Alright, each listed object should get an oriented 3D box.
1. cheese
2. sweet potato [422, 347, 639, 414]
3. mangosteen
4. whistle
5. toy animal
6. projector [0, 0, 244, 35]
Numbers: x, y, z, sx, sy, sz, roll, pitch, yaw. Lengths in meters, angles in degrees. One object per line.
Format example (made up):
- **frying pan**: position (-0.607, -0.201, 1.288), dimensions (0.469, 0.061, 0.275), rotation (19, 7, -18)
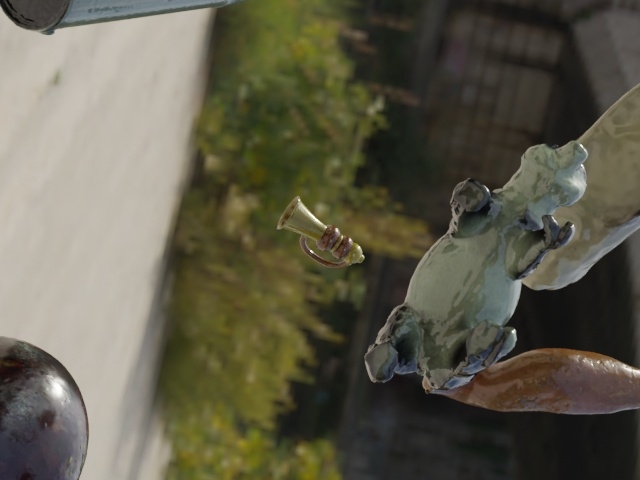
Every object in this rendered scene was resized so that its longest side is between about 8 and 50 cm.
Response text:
- **cheese**: position (0.305, -0.082, 1.839), dimensions (0.318, 0.115, 0.326), rotation (-35, 172, -32)
- **sweet potato**: position (0.182, 0.113, 1.544), dimensions (0.055, 0.202, 0.058), rotation (-97, -169, -70)
- **mangosteen**: position (-0.380, 0.193, 1.952), dimensions (0.231, 0.289, 0.231), rotation (-57, -161, 31)
- **whistle**: position (-0.002, 0.002, 2.266), dimensions (0.057, 0.109, 0.046), rotation (-47, -164, 19)
- **toy animal**: position (0.124, 0.018, 1.424), dimensions (0.225, 0.094, 0.121), rotation (-62, 174, 7)
- **projector**: position (-0.194, -0.286, 2.026), dimensions (0.337, 0.108, 0.108), rotation (-18, 125, -54)
